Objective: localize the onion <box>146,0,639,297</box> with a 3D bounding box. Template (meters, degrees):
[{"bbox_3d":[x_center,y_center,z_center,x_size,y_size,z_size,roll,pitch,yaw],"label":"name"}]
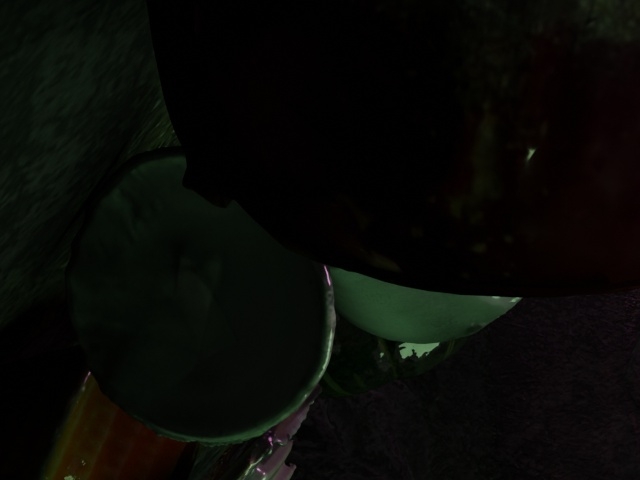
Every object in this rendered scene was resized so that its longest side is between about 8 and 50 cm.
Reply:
[{"bbox_3d":[0.085,-0.162,0.561,0.348,0.347,0.385,-36,131,-58],"label":"onion"}]

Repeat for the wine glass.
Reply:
[{"bbox_3d":[0.000,0.000,1.030,0.267,0.267,0.406,-51,166,24],"label":"wine glass"}]

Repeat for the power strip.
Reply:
[{"bbox_3d":[-0.065,0.214,1.029,0.198,0.064,0.213,-50,175,11],"label":"power strip"}]

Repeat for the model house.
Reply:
[{"bbox_3d":[-0.200,0.198,1.009,0.239,0.173,0.268,119,-6,-68],"label":"model house"}]

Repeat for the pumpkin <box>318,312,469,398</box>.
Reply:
[{"bbox_3d":[0.046,0.062,1.570,0.300,0.207,0.300,-22,-170,4],"label":"pumpkin"}]
